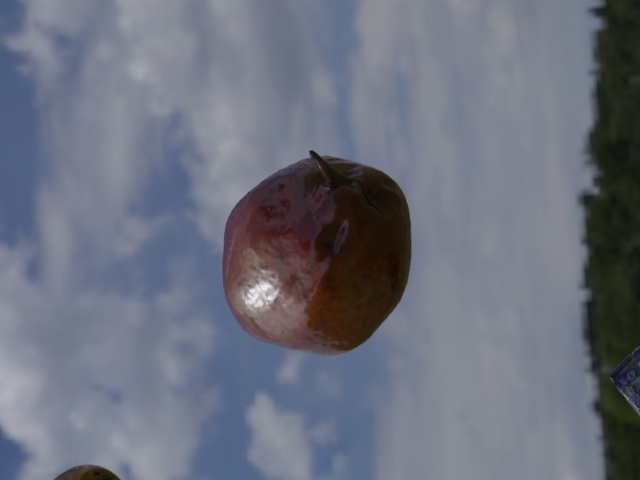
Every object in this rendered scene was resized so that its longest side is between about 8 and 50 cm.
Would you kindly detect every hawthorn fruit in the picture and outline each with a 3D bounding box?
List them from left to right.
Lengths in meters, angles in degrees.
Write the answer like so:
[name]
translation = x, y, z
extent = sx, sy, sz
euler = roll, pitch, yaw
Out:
[hawthorn fruit]
translation = 0.000, 0.000, 1.922
extent = 0.262, 0.211, 0.210
euler = 105, 171, -55

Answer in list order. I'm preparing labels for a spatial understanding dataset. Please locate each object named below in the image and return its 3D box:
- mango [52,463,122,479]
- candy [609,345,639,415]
[mango]
translation = -0.259, 0.329, 2.053
extent = 0.089, 0.111, 0.163
euler = -70, -30, -58
[candy]
translation = 0.383, 0.046, 1.536
extent = 0.088, 0.312, 0.061
euler = 50, -168, 23
